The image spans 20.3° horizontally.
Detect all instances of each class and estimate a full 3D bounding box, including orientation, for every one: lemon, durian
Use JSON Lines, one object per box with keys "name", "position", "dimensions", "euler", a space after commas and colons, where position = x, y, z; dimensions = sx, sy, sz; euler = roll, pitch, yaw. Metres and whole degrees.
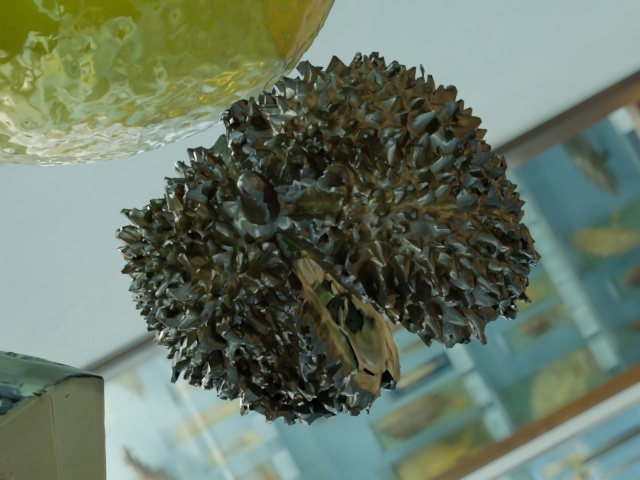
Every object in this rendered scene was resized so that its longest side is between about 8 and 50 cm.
{"name": "lemon", "position": [-0.145, -0.199, 1.088], "dimensions": [0.336, 0.336, 0.336], "euler": [61, 180, -1]}
{"name": "durian", "position": [0.000, 0.000, 0.820], "dimensions": [0.167, 0.196, 0.196], "euler": [44, 173, 24]}

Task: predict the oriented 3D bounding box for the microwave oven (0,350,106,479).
{"name": "microwave oven", "position": [-0.327, 0.156, 0.752], "dimensions": [0.333, 0.394, 0.247], "euler": [-36, -51, -55]}
